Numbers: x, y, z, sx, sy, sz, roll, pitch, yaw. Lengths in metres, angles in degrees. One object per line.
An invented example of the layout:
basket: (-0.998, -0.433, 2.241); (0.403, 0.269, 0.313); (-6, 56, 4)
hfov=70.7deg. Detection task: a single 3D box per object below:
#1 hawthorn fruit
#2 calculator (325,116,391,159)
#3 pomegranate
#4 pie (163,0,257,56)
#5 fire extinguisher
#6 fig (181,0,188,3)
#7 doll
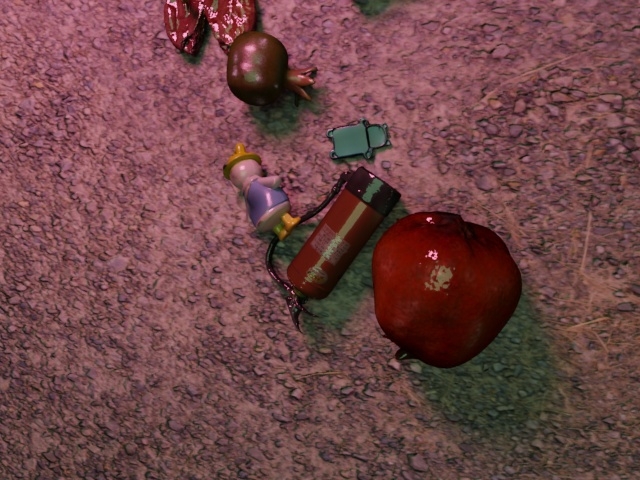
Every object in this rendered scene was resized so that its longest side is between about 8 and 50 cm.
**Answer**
hawthorn fruit: (0.243, 0.093, 0.888); (0.294, 0.295, 0.312); (-10, 95, 11)
calculator: (0.084, -0.225, 1.004); (0.141, 0.019, 0.094); (-8, 95, 10)
pomegranate: (-0.106, -0.363, 0.976); (0.190, 0.131, 0.152); (7, 92, -13)
pie: (-0.244, -0.513, 1.014); (0.218, 0.054, 0.205); (18, 99, 10)
fire extinguisher: (0.008, 0.004, 1.015); (0.376, 0.113, 0.200); (-56, 43, 10)
fig: (-0.335, -0.635, 0.977); (0.151, 0.151, 0.259); (-28, 101, 12)
doll: (-0.140, -0.111, 1.003); (0.098, 0.135, 0.241); (-28, 73, -13)
